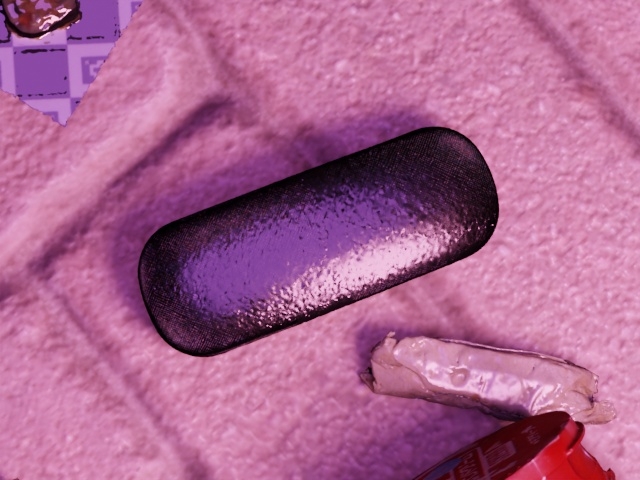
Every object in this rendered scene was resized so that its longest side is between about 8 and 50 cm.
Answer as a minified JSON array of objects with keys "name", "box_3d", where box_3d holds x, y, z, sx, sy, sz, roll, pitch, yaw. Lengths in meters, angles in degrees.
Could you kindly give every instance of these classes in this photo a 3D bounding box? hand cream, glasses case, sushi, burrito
[{"name":"hand cream","box_3d":[0.147,0.256,1.422,0.230,0.230,0.149,-29,91,-10]},{"name":"glasses case","box_3d":[0.000,0.000,1.489,0.321,0.082,0.122,-21,88,-8]},{"name":"sushi","box_3d":[-0.262,-0.251,1.487,0.231,0.047,0.219,31,82,-5]},{"name":"burrito","box_3d":[0.151,0.124,1.516,0.230,0.058,0.063,10,82,-7]}]

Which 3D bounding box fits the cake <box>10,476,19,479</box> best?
[{"name":"cake","box_3d":[-0.217,0.336,1.449,0.158,0.172,0.283,-47,126,-2]}]
